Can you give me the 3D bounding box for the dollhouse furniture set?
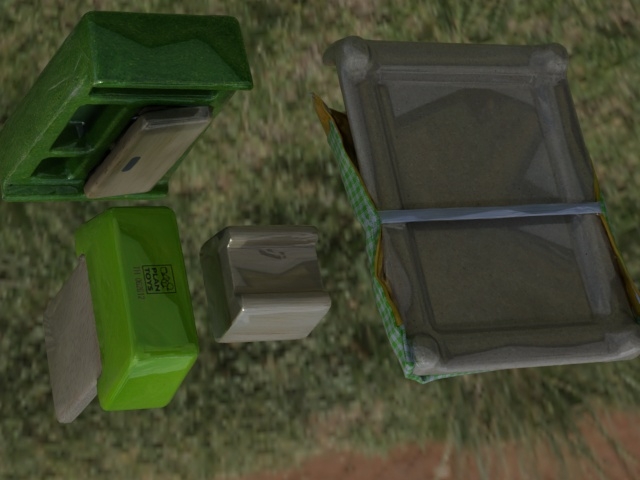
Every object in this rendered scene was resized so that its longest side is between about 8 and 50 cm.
[{"bbox_3d":[0.000,0.000,0.918,0.301,0.198,0.151,-1,158,-27],"label":"dollhouse furniture set"}]
